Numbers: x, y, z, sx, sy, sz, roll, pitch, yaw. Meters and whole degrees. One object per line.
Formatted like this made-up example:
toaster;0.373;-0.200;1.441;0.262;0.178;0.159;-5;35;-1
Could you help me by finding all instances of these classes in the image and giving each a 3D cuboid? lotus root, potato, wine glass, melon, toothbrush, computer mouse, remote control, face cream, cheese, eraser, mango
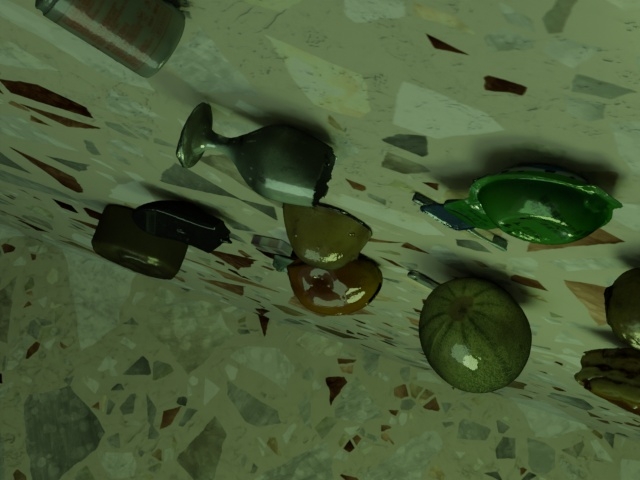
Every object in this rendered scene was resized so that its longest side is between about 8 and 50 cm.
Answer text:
lotus root;0.604;0.123;1.237;0.278;0.154;0.154;15;165;23
potato;0.000;0.000;1.642;0.202;0.117;0.182;29;166;-34
wine glass;-0.102;-0.138;1.244;0.241;0.126;0.126;20;166;9
melon;0.342;0.209;1.698;0.249;0.248;0.329;12;161;29
toothbrush;0.254;-0.032;1.369;0.219;0.019;0.016;26;162;-21
toothbrush;0.373;0.174;1.925;0.418;0.040;0.042;28;166;-28
computer mouse;-0.346;-0.052;1.962;0.264;0.088;0.147;22;149;-4
remote control;-0.012;0.089;2.076;0.247;0.052;0.104;17;-179;5
face cream;-0.294;-0.305;0.930;0.252;0.101;0.101;29;163;-32
cheese;0.287;-0.049;1.132;0.204;0.083;0.320;27;162;-33
eraser;-0.130;0.014;2.036;0.105;0.026;0.065;11;166;31
mango;0.040;0.105;1.911;0.236;0.166;0.136;-10;-163;25

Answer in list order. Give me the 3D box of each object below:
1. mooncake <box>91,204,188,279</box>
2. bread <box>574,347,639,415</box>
mooncake;-0.559;0.015;2.357;0.284;0.155;0.284;17;164;5
bread;0.779;0.327;1.700;0.277;0.167;0.324;27;173;-28
